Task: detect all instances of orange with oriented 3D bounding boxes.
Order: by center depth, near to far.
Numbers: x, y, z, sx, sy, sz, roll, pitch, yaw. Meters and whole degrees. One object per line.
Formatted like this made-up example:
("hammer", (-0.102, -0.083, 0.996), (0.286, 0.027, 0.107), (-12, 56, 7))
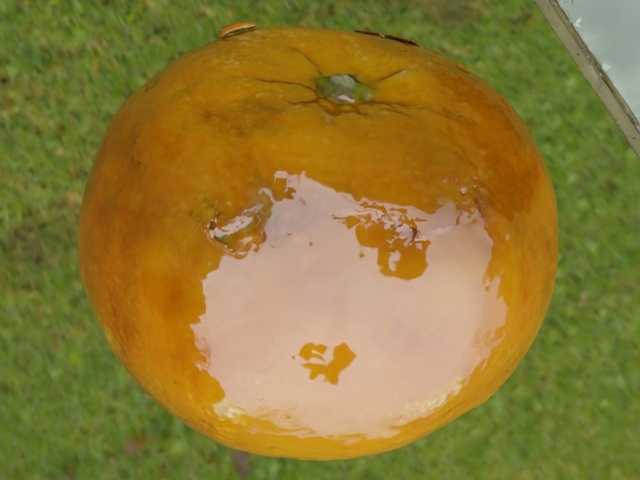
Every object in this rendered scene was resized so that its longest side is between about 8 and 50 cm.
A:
("orange", (0.000, 0.000, 0.965), (0.283, 0.284, 0.226), (-9, 129, -19))

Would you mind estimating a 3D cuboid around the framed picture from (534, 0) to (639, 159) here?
("framed picture", (0.199, -0.153, 0.955), (0.136, 0.201, 0.010), (-37, 159, 20))
